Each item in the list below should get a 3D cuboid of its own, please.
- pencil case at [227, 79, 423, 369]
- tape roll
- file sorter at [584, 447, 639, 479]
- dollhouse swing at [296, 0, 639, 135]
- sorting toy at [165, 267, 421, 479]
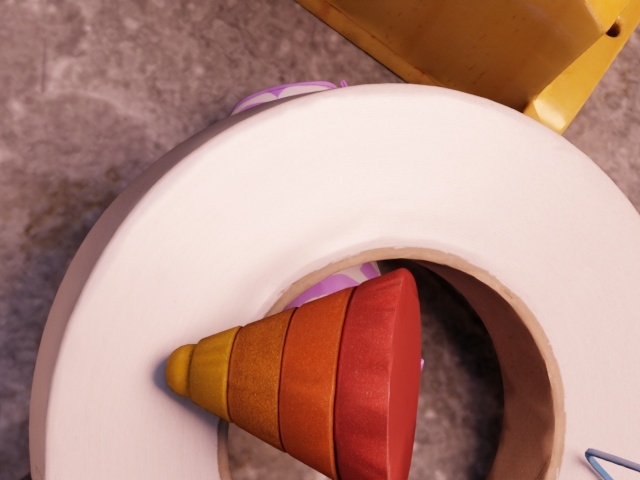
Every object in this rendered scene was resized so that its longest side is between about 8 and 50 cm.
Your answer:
[{"bbox_3d":[0.000,0.000,0.874,0.088,0.086,0.206,-15,75,-1],"label":"pencil case"},{"bbox_3d":[0.031,0.105,0.778,0.392,0.072,0.392,-1,94,-19],"label":"tape roll"},{"bbox_3d":[0.143,0.210,0.725,0.104,0.118,0.170,45,79,-12],"label":"file sorter"},{"bbox_3d":[0.086,-0.266,0.878,0.346,0.305,0.315,37,66,1],"label":"dollhouse swing"},{"bbox_3d":[-0.023,0.192,0.691,0.126,0.127,0.366,4,95,10],"label":"sorting toy"}]
